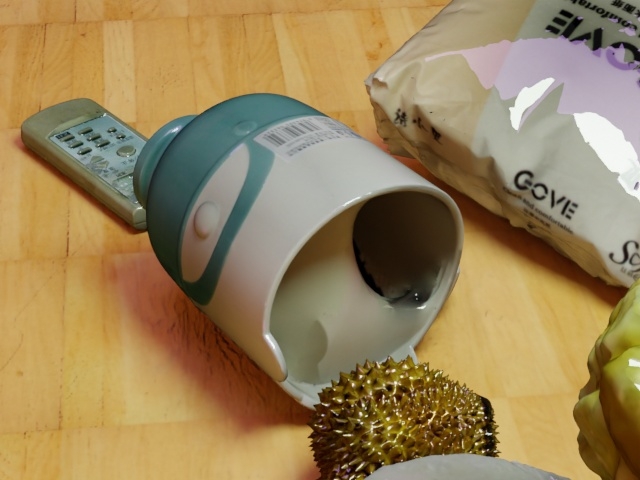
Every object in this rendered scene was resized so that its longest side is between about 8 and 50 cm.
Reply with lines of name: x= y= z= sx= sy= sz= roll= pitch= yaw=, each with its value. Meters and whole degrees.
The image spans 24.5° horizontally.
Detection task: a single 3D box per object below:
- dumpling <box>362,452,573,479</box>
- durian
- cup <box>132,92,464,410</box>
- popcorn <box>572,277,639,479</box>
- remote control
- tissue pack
dumpling: x=0.125 y=0.260 z=1.030 sx=0.293 sy=0.163 sz=0.204 roll=-13 pitch=21 yaw=-32
durian: x=0.062 y=0.167 z=1.169 sx=0.168 sy=0.137 sz=0.158 roll=-18 pitch=60 yaw=-10
cup: x=0.000 y=0.000 z=1.346 sx=0.290 sy=0.219 sz=0.257 roll=9 pitch=22 yaw=-46
popcorn: x=0.324 y=0.141 z=0.941 sx=0.335 sy=0.279 sz=0.274 roll=31 pitch=18 yaw=23
remote control: x=-0.226 y=-0.086 z=1.583 sx=0.098 sy=0.038 sz=0.233 roll=-27 pitch=46 yaw=-32
tissue pack: x=0.281 y=-0.152 z=1.525 sx=0.375 sy=0.195 sz=0.390 roll=28 pitch=62 yaw=23
